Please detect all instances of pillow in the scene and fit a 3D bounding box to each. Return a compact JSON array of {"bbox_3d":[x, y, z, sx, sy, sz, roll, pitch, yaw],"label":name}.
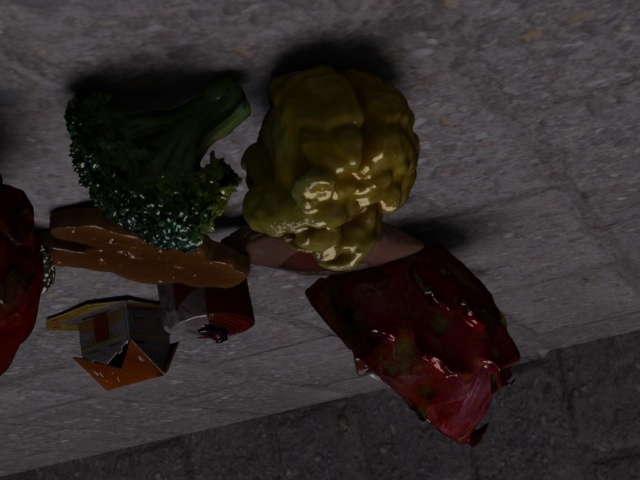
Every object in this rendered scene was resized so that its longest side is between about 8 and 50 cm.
[{"bbox_3d":[0.000,0.000,1.520,0.223,0.084,0.236,-13,162,38],"label":"pillow"}]

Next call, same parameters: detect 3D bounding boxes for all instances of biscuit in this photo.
[{"bbox_3d":[-0.241,0.013,1.444,0.295,0.044,0.186,15,157,-29],"label":"biscuit"}]

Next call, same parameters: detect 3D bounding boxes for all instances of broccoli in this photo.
[{"bbox_3d":[-0.148,-0.091,1.049,0.194,0.219,0.194,-18,129,-24],"label":"broccoli"}]

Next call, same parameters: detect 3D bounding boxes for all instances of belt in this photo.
[{"bbox_3d":[-0.183,0.104,1.706,0.128,0.124,0.201,-16,163,15],"label":"belt"}]

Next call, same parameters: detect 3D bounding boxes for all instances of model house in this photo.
[{"bbox_3d":[-0.373,0.198,1.881,0.219,0.136,0.207,-20,162,31],"label":"model house"}]

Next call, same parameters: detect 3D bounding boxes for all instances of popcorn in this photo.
[{"bbox_3d":[0.019,-0.072,1.099,0.200,0.203,0.226,3,165,-23],"label":"popcorn"}]

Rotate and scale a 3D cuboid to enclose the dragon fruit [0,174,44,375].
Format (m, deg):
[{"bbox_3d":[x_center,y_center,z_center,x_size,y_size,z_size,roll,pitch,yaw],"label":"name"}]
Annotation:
[{"bbox_3d":[-0.419,0.032,1.062,0.277,0.277,0.342,-2,149,-26],"label":"dragon fruit"}]

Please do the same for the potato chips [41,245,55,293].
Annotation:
[{"bbox_3d":[-0.459,0.034,1.374,0.209,0.026,0.142,22,128,-30],"label":"potato chips"}]

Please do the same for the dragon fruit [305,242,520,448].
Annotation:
[{"bbox_3d":[0.174,0.148,1.743,0.249,0.386,0.371,-48,-175,3],"label":"dragon fruit"}]

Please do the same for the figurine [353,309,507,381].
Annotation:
[{"bbox_3d":[0.163,0.197,2.117,0.283,0.205,0.338,-30,-172,-29],"label":"figurine"}]
